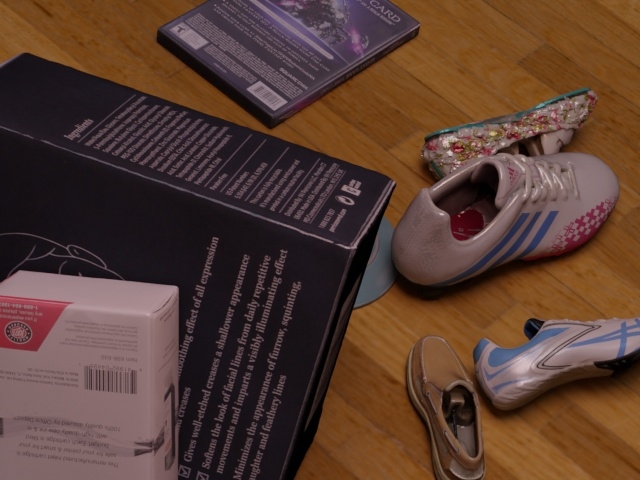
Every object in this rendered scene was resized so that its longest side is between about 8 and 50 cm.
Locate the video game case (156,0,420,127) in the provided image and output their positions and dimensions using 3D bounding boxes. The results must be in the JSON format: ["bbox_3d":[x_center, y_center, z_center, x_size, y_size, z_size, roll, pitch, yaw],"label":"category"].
[{"bbox_3d":[-0.036,-0.257,2.215,0.196,0.026,0.274,38,51,22],"label":"video game case"}]

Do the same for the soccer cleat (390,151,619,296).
[{"bbox_3d":[0.223,-0.044,1.992,0.331,0.143,0.116,-24,57,-33],"label":"soccer cleat"}]

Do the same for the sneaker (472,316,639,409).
[{"bbox_3d":[0.271,0.110,1.902,0.237,0.085,0.086,-14,71,-23],"label":"sneaker"}]

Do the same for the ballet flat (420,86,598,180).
[{"bbox_3d":[0.229,-0.113,2.117,0.241,0.091,0.077,-18,81,-20],"label":"ballet flat"}]

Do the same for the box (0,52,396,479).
[{"bbox_3d":[-0.169,0.038,1.697,0.395,0.293,0.212,20,22,5],"label":"box"}]

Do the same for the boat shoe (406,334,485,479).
[{"bbox_3d":[0.137,0.163,1.835,0.068,0.072,0.190,-4,49,-16],"label":"boat shoe"}]

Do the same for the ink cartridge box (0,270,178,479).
[{"bbox_3d":[-0.208,0.146,1.579,0.159,0.218,0.092,5,16,11],"label":"ink cartridge box"}]

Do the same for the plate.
[{"bbox_3d":[0.000,0.000,1.988,0.188,0.024,0.188,6,46,-7],"label":"plate"}]
